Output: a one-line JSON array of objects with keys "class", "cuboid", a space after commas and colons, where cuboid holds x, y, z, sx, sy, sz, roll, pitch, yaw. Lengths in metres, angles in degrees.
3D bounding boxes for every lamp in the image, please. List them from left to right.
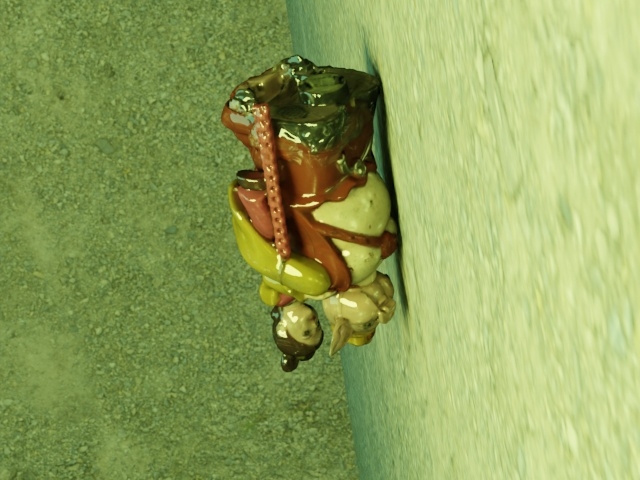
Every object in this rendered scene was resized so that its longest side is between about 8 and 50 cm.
[{"class": "lamp", "cuboid": [0.000, 0.000, 0.909, 0.118, 0.118, 0.253, -102, 4, -60]}]
